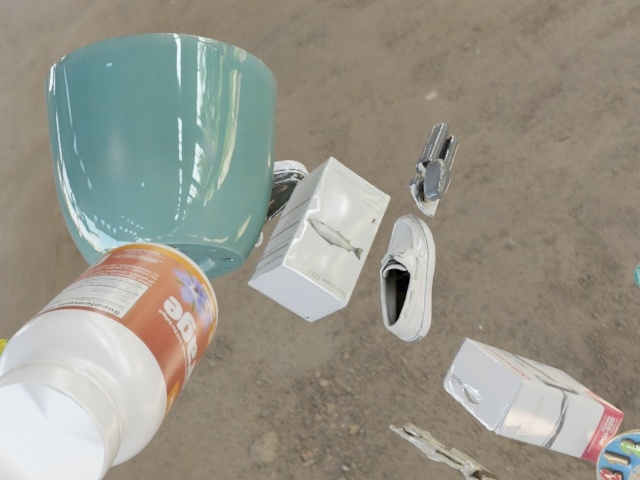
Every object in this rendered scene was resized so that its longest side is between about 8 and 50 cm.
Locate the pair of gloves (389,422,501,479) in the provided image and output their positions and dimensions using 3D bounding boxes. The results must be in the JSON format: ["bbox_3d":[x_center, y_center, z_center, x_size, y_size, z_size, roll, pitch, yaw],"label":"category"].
[{"bbox_3d":[0.262,0.433,1.570,0.042,0.240,0.204,-58,20,-4],"label":"pair of gloves"}]

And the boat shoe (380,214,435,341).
[{"bbox_3d":[0.157,0.061,1.562,0.096,0.088,0.267,-16,57,40],"label":"boat shoe"}]

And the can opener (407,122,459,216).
[{"bbox_3d":[0.250,-0.157,1.664,0.095,0.076,0.283,-27,24,37],"label":"can opener"}]

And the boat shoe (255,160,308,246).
[{"bbox_3d":[-0.149,-0.049,1.558,0.306,0.113,0.105,-24,40,-10],"label":"boat shoe"}]

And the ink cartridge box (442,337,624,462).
[{"bbox_3d":[0.318,0.241,1.222,0.092,0.218,0.158,-67,27,8],"label":"ink cartridge box"}]

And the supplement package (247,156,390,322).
[{"bbox_3d":[0.000,0.000,1.069,0.105,0.105,0.179,-31,31,56],"label":"supplement package"}]

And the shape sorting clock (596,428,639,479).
[{"bbox_3d":[0.476,0.353,1.110,0.040,0.206,0.206,-27,28,-35],"label":"shape sorting clock"}]

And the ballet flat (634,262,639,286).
[{"bbox_3d":[0.639,0.085,1.356,0.077,0.091,0.241,-10,18,-21],"label":"ballet flat"}]

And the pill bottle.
[{"bbox_3d":[-0.160,0.091,0.603,0.121,0.121,0.216,-28,14,18],"label":"pill bottle"}]

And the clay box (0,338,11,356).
[{"bbox_3d":[-0.495,0.271,1.217,0.053,0.127,0.222,-4,37,9],"label":"clay box"}]

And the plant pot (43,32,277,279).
[{"bbox_3d":[-0.193,-0.077,1.007,0.293,0.293,0.235,-15,71,30],"label":"plant pot"}]
